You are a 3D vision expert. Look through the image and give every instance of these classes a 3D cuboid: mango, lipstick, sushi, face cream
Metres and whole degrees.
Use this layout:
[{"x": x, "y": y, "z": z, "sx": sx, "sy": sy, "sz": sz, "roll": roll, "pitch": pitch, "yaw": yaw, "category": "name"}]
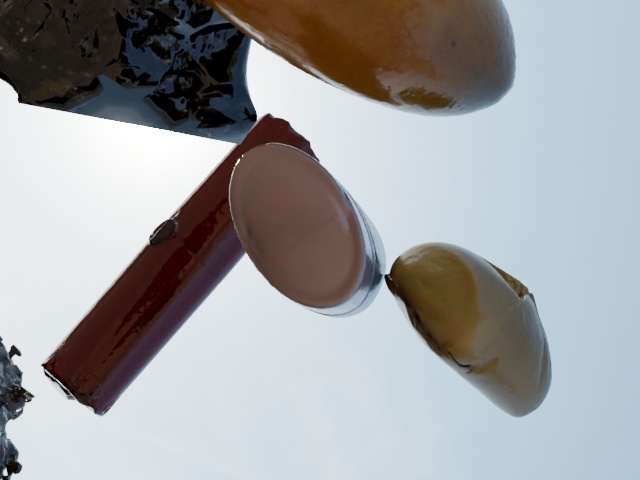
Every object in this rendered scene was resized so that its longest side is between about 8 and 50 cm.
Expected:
[{"x": 0.006, "y": -0.137, "z": 0.578, "sx": 0.112, "sy": 0.219, "sz": 0.145, "roll": -49, "pitch": -169, "yaw": 19, "category": "mango"}, {"x": -0.111, "y": 0.019, "z": 1.004, "sx": 0.073, "sy": 0.073, "sz": 0.280, "roll": 23, "pitch": -112, "yaw": 46, "category": "lipstick"}, {"x": -0.097, "y": -0.177, "z": 0.693, "sx": 0.150, "sy": 0.153, "sz": 0.172, "roll": -51, "pitch": -131, "yaw": 32, "category": "sushi"}, {"x": 0.000, "y": 0.000, "z": 0.635, "sx": 0.057, "sy": 0.198, "sz": 0.084, "roll": -32, "pitch": -96, "yaw": 2, "category": "face cream"}]

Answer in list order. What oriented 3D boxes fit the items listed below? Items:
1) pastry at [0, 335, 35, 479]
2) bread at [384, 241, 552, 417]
[{"x": -0.330, "y": 0.119, "z": 0.962, "sx": 0.193, "sy": 0.275, "sz": 0.275, "roll": -39, "pitch": -120, "yaw": 25, "category": "pastry"}, {"x": 0.088, "y": 0.042, "z": 0.669, "sx": 0.056, "sy": 0.115, "sz": 0.082, "roll": -41, "pitch": -140, "yaw": 10, "category": "bread"}]
